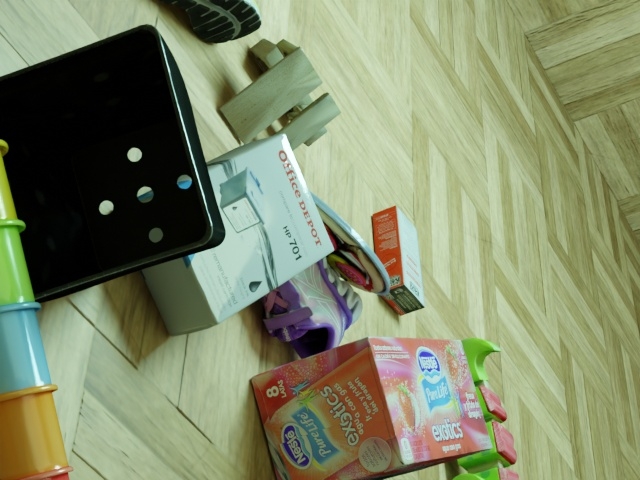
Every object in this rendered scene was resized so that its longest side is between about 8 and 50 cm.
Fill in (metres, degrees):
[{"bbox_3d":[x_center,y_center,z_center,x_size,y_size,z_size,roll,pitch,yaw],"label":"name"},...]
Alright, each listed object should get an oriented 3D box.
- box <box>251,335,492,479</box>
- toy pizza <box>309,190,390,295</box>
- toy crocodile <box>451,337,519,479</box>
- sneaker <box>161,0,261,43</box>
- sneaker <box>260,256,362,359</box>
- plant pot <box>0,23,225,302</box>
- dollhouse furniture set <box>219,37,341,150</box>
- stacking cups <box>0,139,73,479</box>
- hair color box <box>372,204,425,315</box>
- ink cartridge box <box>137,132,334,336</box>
[{"bbox_3d":[0.066,0.198,1.547,0.300,0.154,0.142,10,62,-64],"label":"box"},{"bbox_3d":[0.000,0.000,1.593,0.201,0.032,0.201,41,-12,11],"label":"toy pizza"},{"bbox_3d":[0.231,0.302,1.908,0.115,0.105,0.340,37,40,-54],"label":"toy crocodile"},{"bbox_3d":[-0.138,-0.308,1.595,0.208,0.081,0.094,36,37,-54],"label":"sneaker"},{"bbox_3d":[-0.037,0.054,1.520,0.236,0.095,0.104,51,43,-36],"label":"sneaker"},{"bbox_3d":[-0.179,-0.050,1.167,0.167,0.188,0.187,33,40,-76],"label":"plant pot"},{"bbox_3d":[-0.068,-0.169,1.711,0.144,0.123,0.151,56,-9,-32],"label":"dollhouse furniture set"},{"bbox_3d":[-0.237,0.085,1.001,0.096,0.096,0.316,1,70,-67],"label":"stacking cups"},{"bbox_3d":[0.111,0.028,1.944,0.072,0.043,0.141,47,30,-45],"label":"hair color box"},{"bbox_3d":[-0.093,-0.009,1.362,0.191,0.082,0.139,-32,102,-43],"label":"ink cartridge box"}]
